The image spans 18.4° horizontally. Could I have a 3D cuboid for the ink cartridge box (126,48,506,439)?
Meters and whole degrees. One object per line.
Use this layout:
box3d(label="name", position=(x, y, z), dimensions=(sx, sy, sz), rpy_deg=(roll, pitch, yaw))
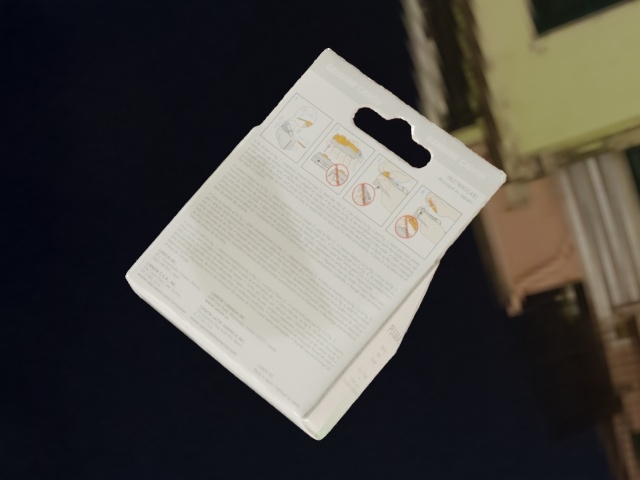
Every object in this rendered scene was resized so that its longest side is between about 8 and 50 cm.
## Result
box3d(label="ink cartridge box", position=(0.000, 0.000, 1.407), dimensions=(0.224, 0.181, 0.056), rpy_deg=(-49, -25, -8))
